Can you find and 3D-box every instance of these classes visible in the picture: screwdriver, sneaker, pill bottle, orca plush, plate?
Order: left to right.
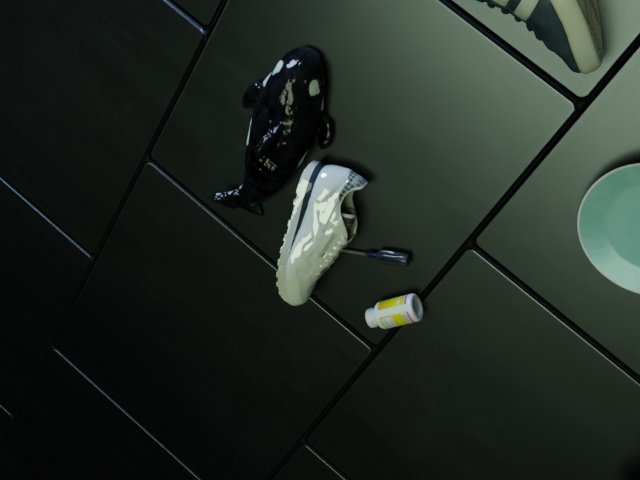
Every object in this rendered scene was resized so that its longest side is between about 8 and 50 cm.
[{"bbox_3d":[-0.088,-0.148,1.194,0.151,0.102,0.287,46,123,3],"label":"orca plush"},{"bbox_3d":[0.000,0.000,1.218,0.094,0.090,0.235,19,114,11],"label":"sneaker"},{"bbox_3d":[0.060,0.018,1.243,0.169,0.025,0.024,11,115,32],"label":"screwdriver"},{"bbox_3d":[0.111,0.110,1.235,0.083,0.043,0.043,-17,102,31],"label":"pill bottle"},{"bbox_3d":[0.198,-0.312,0.923,0.148,0.131,0.350,-20,128,35],"label":"sneaker"},{"bbox_3d":[0.422,-0.014,1.029,0.188,0.024,0.188,17,125,27],"label":"plate"}]
